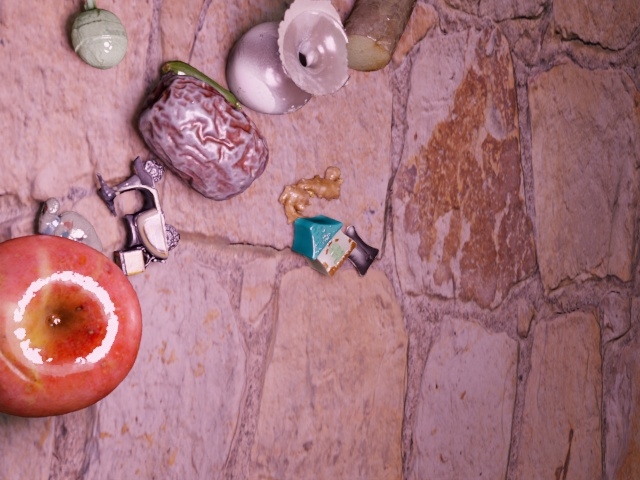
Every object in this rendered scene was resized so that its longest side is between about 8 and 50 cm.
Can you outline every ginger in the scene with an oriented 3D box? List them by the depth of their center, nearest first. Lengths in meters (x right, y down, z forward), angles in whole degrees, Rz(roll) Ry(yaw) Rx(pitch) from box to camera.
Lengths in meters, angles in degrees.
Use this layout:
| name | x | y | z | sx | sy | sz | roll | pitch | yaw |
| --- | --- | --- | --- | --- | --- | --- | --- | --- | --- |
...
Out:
| name | x | y | z | sx | sy | sz | roll | pitch | yaw |
| --- | --- | --- | --- | --- | --- | --- | --- | --- | --- |
| ginger | -0.024 | -0.124 | 1.859 | 0.176 | 0.052 | 0.193 | 17 | 82 | -37 |

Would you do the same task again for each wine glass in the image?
| name | x | y | z | sx | sy | sz | roll | pitch | yaw |
| --- | --- | --- | --- | --- | --- | --- | --- | --- | --- |
| wine glass | -0.089 | -0.423 | 1.654 | 0.238 | 0.323 | 0.238 | 0 | 91 | -35 |

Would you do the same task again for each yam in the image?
| name | x | y | z | sx | sy | sz | roll | pitch | yaw |
| --- | --- | --- | --- | --- | --- | --- | --- | --- | --- |
| yam | 0.159 | -0.608 | 1.914 | 0.161 | 0.161 | 0.268 | 34 | 70 | -29 |

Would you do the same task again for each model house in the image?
| name | x | y | z | sx | sy | sz | roll | pitch | yaw |
| --- | --- | --- | --- | --- | --- | --- | --- | --- | --- |
| model house | 0.000 | 0.000 | 1.824 | 0.127 | 0.100 | 0.149 | -51 | 128 | -14 |

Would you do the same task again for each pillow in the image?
| name | x | y | z | sx | sy | sz | roll | pitch | yaw |
| --- | --- | --- | --- | --- | --- | --- | --- | --- | --- |
| pillow | 0.102 | 0.030 | 1.944 | 0.136 | 0.055 | 0.091 | 40 | 102 | -24 |

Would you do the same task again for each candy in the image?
| name | x | y | z | sx | sy | sz | roll | pitch | yaw |
| --- | --- | --- | --- | --- | --- | --- | --- | --- | --- |
| candy | -0.520 | -0.594 | 1.517 | 0.119 | 0.119 | 0.440 | -13 | 90 | -32 |

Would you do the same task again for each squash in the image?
| name | x | y | z | sx | sy | sz | roll | pitch | yaw |
| --- | --- | --- | --- | --- | --- | --- | --- | --- | --- |
| squash | -0.284 | -0.364 | 1.672 | 0.219 | 0.077 | 0.068 | 31 | 94 | -25 |

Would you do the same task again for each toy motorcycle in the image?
| name | x | y | z | sx | sy | sz | roll | pitch | yaw |
| --- | --- | --- | --- | --- | --- | --- | --- | --- | --- |
| toy motorcycle | -0.416 | -0.061 | 1.585 | 0.157 | 0.091 | 0.263 | -14 | 97 | -29 |

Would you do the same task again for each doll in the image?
| name | x | y | z | sx | sy | sz | roll | pitch | yaw |
| --- | --- | --- | --- | --- | --- | --- | --- | --- | --- |
| doll | -0.540 | 0.002 | 1.516 | 0.103 | 0.071 | 0.214 | -41 | 117 | -18 |

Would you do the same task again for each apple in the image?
| name | x | y | z | sx | sy | sz | roll | pitch | yaw |
| --- | --- | --- | --- | --- | --- | --- | --- | --- | --- |
| apple | -0.547 | 0.169 | 1.365 | 0.364 | 0.364 | 0.364 | -1 | 91 | -33 |

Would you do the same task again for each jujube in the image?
| name | x | y | z | sx | sy | sz | roll | pitch | yaw |
| --- | --- | --- | --- | --- | --- | --- | --- | --- | --- |
| jujube | -0.269 | -0.237 | 1.601 | 0.317 | 0.226 | 0.226 | 45 | 68 | -28 |
